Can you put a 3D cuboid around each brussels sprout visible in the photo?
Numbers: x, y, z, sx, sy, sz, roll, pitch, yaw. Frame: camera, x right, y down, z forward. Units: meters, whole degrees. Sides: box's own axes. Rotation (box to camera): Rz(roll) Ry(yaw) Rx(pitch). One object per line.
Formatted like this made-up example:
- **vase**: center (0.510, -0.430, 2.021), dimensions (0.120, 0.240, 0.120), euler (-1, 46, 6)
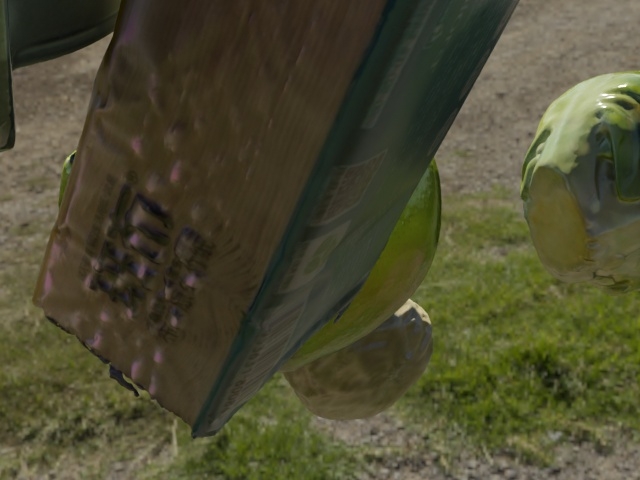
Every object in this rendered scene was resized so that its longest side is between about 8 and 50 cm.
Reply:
- **brussels sprout**: center (0.441, -0.091, 1.337), dimensions (0.344, 0.268, 0.344), euler (6, 60, -11)

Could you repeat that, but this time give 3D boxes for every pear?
- **pear**: center (0.000, 0.000, 0.758), dimensions (0.187, 0.220, 0.187), euler (15, -2, 1)

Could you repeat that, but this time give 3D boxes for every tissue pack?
- **tissue pack**: center (-0.013, -0.070, 0.443), dimensions (0.134, 0.271, 0.192), euler (34, 34, 10)

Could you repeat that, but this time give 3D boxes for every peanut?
- **peanut**: center (0.007, 0.098, 1.063), dimensions (0.233, 0.197, 0.110), euler (46, 31, 1)

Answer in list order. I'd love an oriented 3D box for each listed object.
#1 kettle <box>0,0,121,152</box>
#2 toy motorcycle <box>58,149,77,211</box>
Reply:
- **kettle**: center (-0.135, -0.227, 0.333), dimensions (0.265, 0.318, 0.205), euler (35, 44, 24)
- **toy motorcycle**: center (-0.196, -0.014, 1.156), dimensions (0.142, 0.342, 0.206), euler (-49, 41, -2)
